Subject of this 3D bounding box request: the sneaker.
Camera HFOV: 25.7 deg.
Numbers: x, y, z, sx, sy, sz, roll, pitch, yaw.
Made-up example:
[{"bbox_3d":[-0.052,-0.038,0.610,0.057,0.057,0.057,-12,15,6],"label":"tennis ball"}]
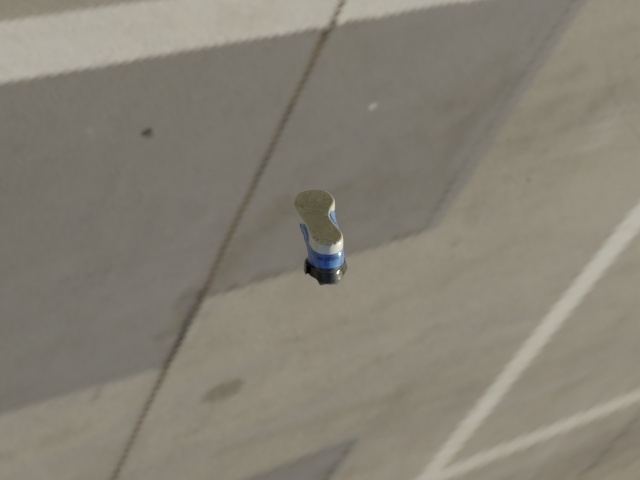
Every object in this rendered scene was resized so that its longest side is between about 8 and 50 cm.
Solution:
[{"bbox_3d":[-0.001,0.000,1.826,0.058,0.152,0.084,-7,122,-10],"label":"sneaker"}]
